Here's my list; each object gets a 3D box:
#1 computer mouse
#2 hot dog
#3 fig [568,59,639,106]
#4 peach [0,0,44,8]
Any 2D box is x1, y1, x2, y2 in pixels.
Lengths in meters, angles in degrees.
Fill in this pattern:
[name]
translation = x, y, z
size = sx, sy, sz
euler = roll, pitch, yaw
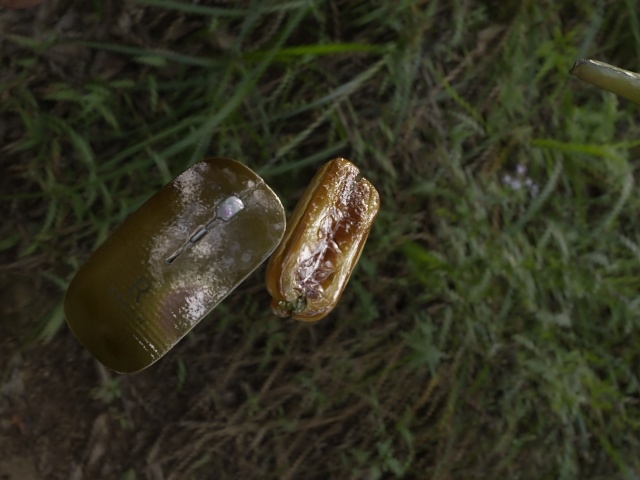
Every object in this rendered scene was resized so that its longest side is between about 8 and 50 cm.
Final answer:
[computer mouse]
translation = -0.146, 0.023, 1.207
size = 0.126, 0.245, 0.056
euler = 47, -6, 7
[hot dog]
translation = 0.000, 0.000, 1.406
size = 0.100, 0.068, 0.250
euler = 47, 42, -18
[fig]
translation = 0.225, -0.014, 0.548
size = 0.257, 0.159, 0.159
euler = 32, 35, 4
[peach]
translation = -0.274, -0.248, 1.091
size = 0.083, 0.083, 0.083
euler = 34, 46, -44
